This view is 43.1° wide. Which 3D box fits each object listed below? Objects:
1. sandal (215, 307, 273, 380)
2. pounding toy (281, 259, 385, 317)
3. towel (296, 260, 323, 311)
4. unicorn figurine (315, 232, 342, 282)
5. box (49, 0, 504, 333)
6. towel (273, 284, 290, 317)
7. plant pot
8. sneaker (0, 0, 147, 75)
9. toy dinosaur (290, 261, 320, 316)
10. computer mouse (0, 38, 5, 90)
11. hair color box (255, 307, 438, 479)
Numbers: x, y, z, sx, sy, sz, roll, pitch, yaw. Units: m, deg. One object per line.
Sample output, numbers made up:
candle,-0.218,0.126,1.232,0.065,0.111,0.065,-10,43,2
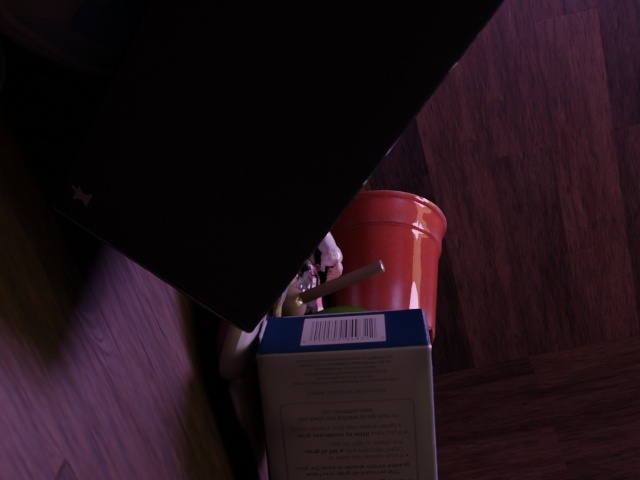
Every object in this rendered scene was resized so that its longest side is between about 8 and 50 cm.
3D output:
sandal,-0.080,-0.025,0.952,0.169,0.102,0.416,96,6,-54
pounding toy,-0.015,0.117,0.977,0.110,0.183,0.236,45,32,-37
towel,-0.008,0.123,1.411,0.144,0.029,0.197,35,42,-78
unicorn figurine,0.000,0.000,1.492,0.162,0.060,0.111,51,-25,13
box,-0.003,-0.163,0.623,0.179,0.343,0.312,34,32,-5
towel,-0.042,0.059,0.914,0.083,0.009,0.060,98,6,-63
plant pot,0.128,0.083,1.648,0.272,0.273,0.265,64,23,-55
sneaker,-0.130,-0.202,0.479,0.127,0.208,0.319,-67,153,-19
toy dinosaur,-0.042,0.053,1.215,0.268,0.064,0.118,37,47,-71
computer mouse,-0.221,-0.069,0.365,0.242,0.041,0.071,-65,142,-66
hair color box,0.038,0.254,0.866,0.105,0.174,0.347,-77,163,-73
